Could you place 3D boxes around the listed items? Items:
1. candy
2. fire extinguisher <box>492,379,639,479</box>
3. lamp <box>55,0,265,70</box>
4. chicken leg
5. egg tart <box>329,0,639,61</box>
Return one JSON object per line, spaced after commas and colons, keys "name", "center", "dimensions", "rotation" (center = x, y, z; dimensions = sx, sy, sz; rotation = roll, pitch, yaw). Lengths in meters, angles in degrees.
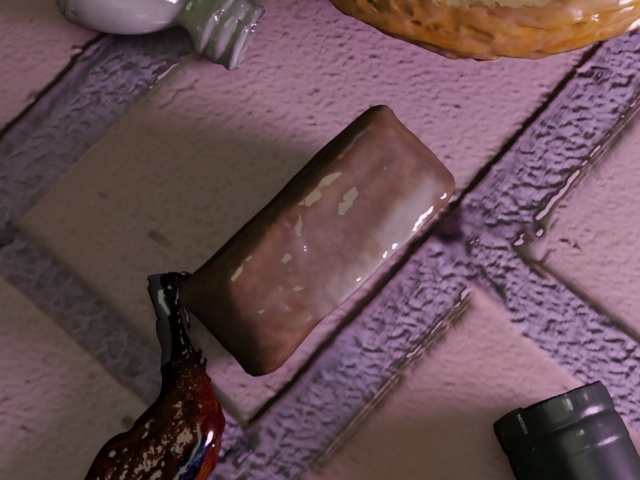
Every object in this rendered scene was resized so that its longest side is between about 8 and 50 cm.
{"name": "candy", "center": [0.000, 0.000, 1.109], "dimensions": [0.104, 0.102, 0.234], "rotation": [47, 74, -7]}
{"name": "fire extinguisher", "center": [0.241, 0.261, 1.036], "dimensions": [0.095, 0.114, 0.311], "rotation": [-6, 68, -48]}
{"name": "lamp", "center": [-0.146, -0.212, 1.189], "dimensions": [0.193, 0.106, 0.106], "rotation": [27, 76, -1]}
{"name": "chicken leg", "center": [-0.129, 0.145, 1.108], "dimensions": [0.106, 0.051, 0.253], "rotation": [13, 72, 10]}
{"name": "egg tart", "center": [0.147, -0.341, 1.174], "dimensions": [0.443, 0.178, 0.443], "rotation": [0, 73, -1]}
